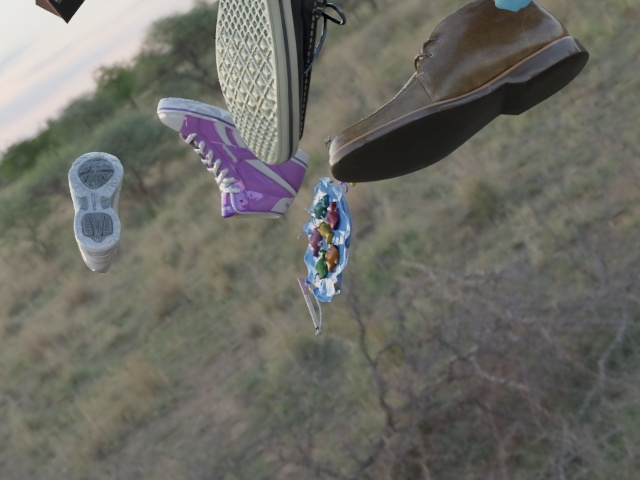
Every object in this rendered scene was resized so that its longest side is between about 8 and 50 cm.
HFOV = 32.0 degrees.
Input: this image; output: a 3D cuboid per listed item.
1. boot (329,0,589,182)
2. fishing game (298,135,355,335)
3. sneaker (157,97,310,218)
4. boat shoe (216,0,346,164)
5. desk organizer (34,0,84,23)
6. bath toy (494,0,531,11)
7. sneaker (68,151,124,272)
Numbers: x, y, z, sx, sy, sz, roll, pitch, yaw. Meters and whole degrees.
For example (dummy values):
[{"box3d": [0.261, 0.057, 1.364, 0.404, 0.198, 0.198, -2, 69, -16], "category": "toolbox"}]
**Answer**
[{"box3d": [0.127, -0.162, 1.184, 0.305, 0.115, 0.112, -29, -18, -13], "category": "boot"}, {"box3d": [0.000, 0.000, 1.621, 0.041, 0.264, 0.189, 1, 36, -18], "category": "fishing game"}, {"box3d": [-0.168, -0.130, 1.916, 0.161, 0.282, 0.102, -67, 9, -11], "category": "sneaker"}, {"box3d": [-0.051, -0.347, 1.563, 0.156, 0.500, 0.187, -16, 26, -32], "category": "boat shoe"}, {"box3d": [-0.253, -0.297, 1.164, 0.130, 0.050, 0.047, -56, -24, -11], "category": "desk organizer"}, {"box3d": [0.231, -0.357, 1.157, 0.151, 0.129, 0.348, -37, 10, 40], "category": "bath toy"}, {"box3d": [-0.375, -0.045, 1.851, 0.115, 0.090, 0.232, 105, 165, -49], "category": "sneaker"}]
